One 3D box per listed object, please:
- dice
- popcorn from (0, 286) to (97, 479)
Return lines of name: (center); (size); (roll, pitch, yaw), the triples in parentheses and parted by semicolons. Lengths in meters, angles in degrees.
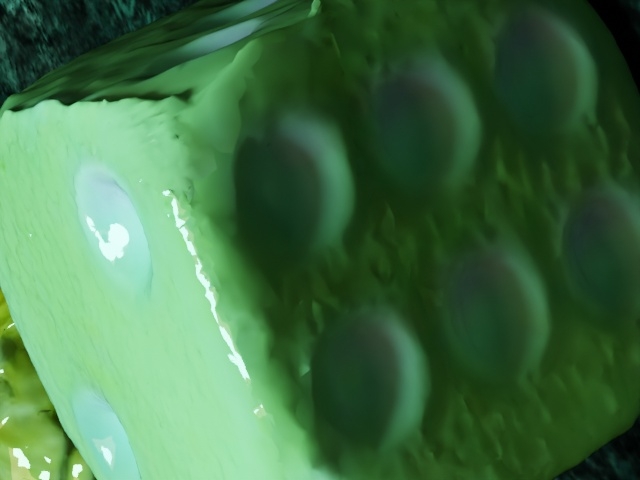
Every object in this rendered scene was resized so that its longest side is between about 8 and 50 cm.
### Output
dice: (0.000, 0.000, 0.880); (0.250, 0.252, 0.254); (-9, 107, 60)
popcorn: (-0.180, 0.096, 1.311); (0.265, 0.225, 0.332); (-133, 37, -63)
